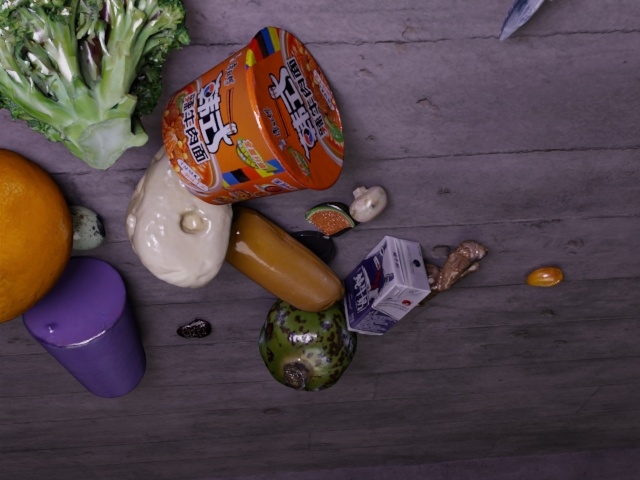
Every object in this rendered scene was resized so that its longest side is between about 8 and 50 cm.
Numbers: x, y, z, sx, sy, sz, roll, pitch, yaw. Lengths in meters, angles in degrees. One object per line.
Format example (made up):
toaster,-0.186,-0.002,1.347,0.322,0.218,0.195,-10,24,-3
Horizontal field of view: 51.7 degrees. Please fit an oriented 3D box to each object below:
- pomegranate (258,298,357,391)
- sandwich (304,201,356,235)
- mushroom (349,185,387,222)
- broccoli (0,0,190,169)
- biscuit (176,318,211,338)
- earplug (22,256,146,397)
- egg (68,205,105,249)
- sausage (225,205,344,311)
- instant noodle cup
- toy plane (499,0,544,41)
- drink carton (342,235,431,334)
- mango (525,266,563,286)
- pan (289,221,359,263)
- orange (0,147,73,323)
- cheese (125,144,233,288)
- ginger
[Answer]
pomegranate,-0.033,0.251,1.598,0.254,0.271,0.255,6,118,11
sandwich,0.018,-0.047,1.353,0.101,0.026,0.069,-18,111,23
mushroom,0.094,-0.075,1.313,0.083,0.068,0.083,-32,171,-6
broccoli,-0.313,-0.233,0.874,0.307,0.275,0.308,-26,151,-16
biscuit,-0.330,0.232,1.724,0.089,0.027,0.087,7,144,-17
earplug,-0.525,0.240,1.569,0.215,0.215,0.456,-2,149,-4
egg,-0.469,-0.023,1.294,0.085,0.085,0.110,-23,144,24
sausage,-0.074,0.059,1.398,0.134,0.116,0.354,-37,124,24
instant noodle cup,-0.106,-0.173,1.014,0.192,0.251,0.250,-15,145,30
toy plane,0.322,-0.384,0.896,0.212,0.088,0.267,11,150,-20
drink carton,0.147,0.107,1.518,0.101,0.134,0.222,14,140,-24
mango,0.551,0.093,1.627,0.089,0.046,0.060,-19,143,26
pan,0.000,0.000,1.437,0.136,0.028,0.235,25,138,-36
orange,-0.582,-0.008,1.120,0.311,0.312,0.312,-4,145,-2
cheese,-0.238,-0.049,1.162,0.173,0.248,0.251,17,133,-30
ginger,0.282,0.073,1.551,0.122,0.084,0.290,37,135,-16
